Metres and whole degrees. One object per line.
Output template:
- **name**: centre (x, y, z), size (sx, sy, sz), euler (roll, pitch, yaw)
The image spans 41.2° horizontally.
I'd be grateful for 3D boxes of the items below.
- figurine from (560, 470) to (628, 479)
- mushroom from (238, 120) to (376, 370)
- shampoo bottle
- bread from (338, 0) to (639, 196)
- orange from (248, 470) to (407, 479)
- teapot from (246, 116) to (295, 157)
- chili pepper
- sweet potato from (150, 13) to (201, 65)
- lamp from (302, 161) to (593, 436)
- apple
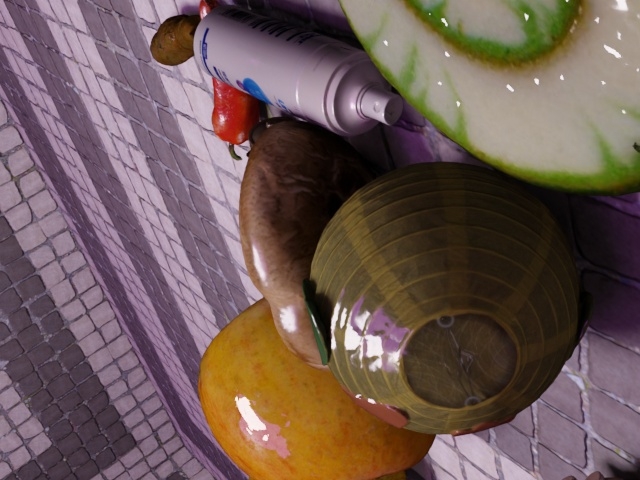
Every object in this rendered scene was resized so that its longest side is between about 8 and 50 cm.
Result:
- **figurine**: centre (0.304, 0.311, 0.890), size (0.138, 0.125, 0.125), euler (56, 158, 3)
- **mushroom**: centre (0.000, 0.000, 0.926), size (0.146, 0.278, 0.278), euler (-9, 121, 24)
- **shampoo bottle**: centre (-0.022, -0.179, 0.909), size (0.303, 0.092, 0.092), euler (32, 148, 43)
- **bread**: centre (0.133, -0.208, 0.511), size (0.382, 0.129, 0.366), euler (21, 143, 55)
- **orange**: centre (0.015, 0.388, 1.412), size (0.279, 0.235, 0.279), euler (38, -160, -16)
- **teapot**: centre (-0.042, -0.108, 1.072), size (0.110, 0.085, 0.080), euler (17, 142, 27)
- **chili pepper**: centre (-0.114, -0.197, 1.094), size (0.063, 0.071, 0.272), euler (37, 149, 28)
- **sweet potato**: centre (-0.191, -0.273, 1.149), size (0.067, 0.067, 0.274), euler (62, 165, -15)
- **lamp**: centre (0.106, 0.039, 0.790), size (0.284, 0.250, 0.250), euler (-92, -20, -63)
- **apple**: centre (0.004, 0.200, 1.112), size (0.275, 0.299, 0.299), euler (58, 159, 15)
